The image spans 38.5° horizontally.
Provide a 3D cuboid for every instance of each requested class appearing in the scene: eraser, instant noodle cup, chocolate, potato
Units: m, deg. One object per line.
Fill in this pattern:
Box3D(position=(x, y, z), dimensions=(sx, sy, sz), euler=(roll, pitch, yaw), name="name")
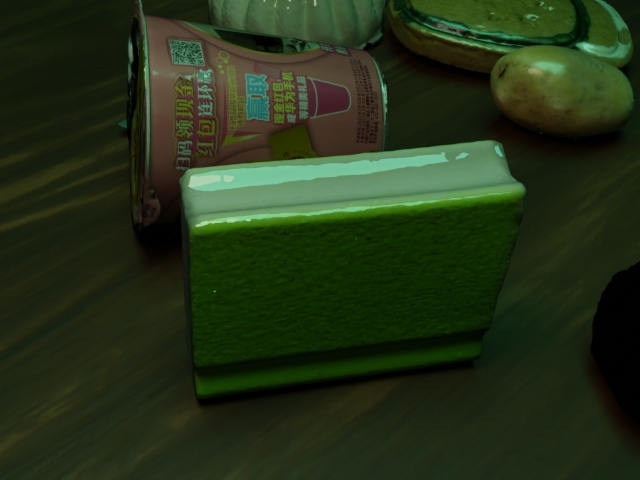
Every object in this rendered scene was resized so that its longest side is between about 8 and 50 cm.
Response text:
Box3D(position=(0.022, 0.028, 0.784), dimensions=(0.274, 0.210, 0.092), euler=(-6, 40, -13), name="eraser")
Box3D(position=(-0.072, -0.125, 0.963), dimensions=(0.255, 0.244, 0.244), euler=(0, 40, -15), name="instant noodle cup")
Box3D(position=(0.339, 0.088, 0.804), dimensions=(0.133, 0.156, 0.156), euler=(20, 34, -24), name="chocolate")
Box3D(position=(0.296, -0.179, 1.116), dimensions=(0.178, 0.118, 0.109), euler=(9, 75, -12), name="potato")

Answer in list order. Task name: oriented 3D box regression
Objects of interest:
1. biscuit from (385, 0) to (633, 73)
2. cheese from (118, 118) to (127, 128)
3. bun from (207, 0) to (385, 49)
Box3D(position=(0.267, -0.325, 1.304), dimensions=(0.344, 0.057, 0.287), euler=(8, 40, -1), name="biscuit")
Box3D(position=(-0.181, -0.126, 1.091), dimensions=(0.121, 0.026, 0.067), euler=(31, 48, 30), name="cheese")
Box3D(position=(-0.033, -0.382, 1.290), dimensions=(0.263, 0.175, 0.263), euler=(0, 39, 0), name="bun")
